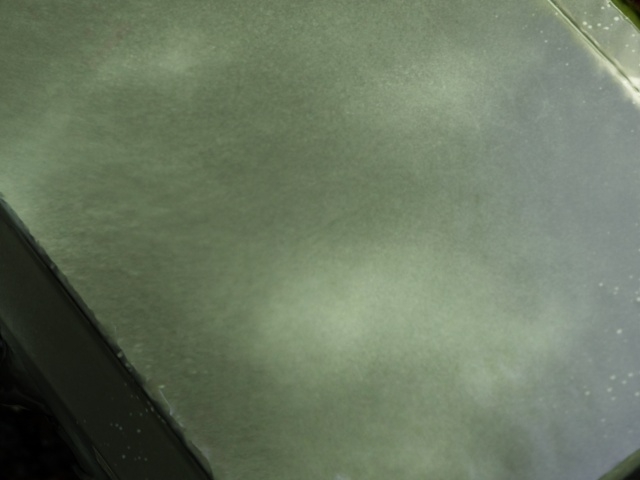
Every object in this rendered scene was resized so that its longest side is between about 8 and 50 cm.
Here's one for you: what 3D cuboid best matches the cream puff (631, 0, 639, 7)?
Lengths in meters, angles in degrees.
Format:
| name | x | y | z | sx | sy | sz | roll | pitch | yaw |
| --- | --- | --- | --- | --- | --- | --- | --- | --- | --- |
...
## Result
| name | x | y | z | sx | sy | sz | roll | pitch | yaw |
| --- | --- | --- | --- | --- | --- | --- | --- | --- | --- |
| cream puff | 0.212 | -0.278 | 1.522 | 0.240 | 0.164 | 0.240 | 7 | 44 | -7 |

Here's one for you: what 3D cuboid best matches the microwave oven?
| name | x | y | z | sx | sy | sz | roll | pitch | yaw |
| --- | --- | --- | --- | --- | --- | --- | --- | --- | --- |
| microwave oven | 0.000 | 0.000 | 0.936 | 0.374 | 0.236 | 0.432 | -33 | 68 | -16 |

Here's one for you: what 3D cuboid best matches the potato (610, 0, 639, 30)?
| name | x | y | z | sx | sy | sz | roll | pitch | yaw |
| --- | --- | --- | --- | --- | --- | --- | --- | --- | --- |
| potato | 0.229 | -0.076 | 1.344 | 0.111 | 0.160 | 0.272 | 16 | 34 | -57 |
